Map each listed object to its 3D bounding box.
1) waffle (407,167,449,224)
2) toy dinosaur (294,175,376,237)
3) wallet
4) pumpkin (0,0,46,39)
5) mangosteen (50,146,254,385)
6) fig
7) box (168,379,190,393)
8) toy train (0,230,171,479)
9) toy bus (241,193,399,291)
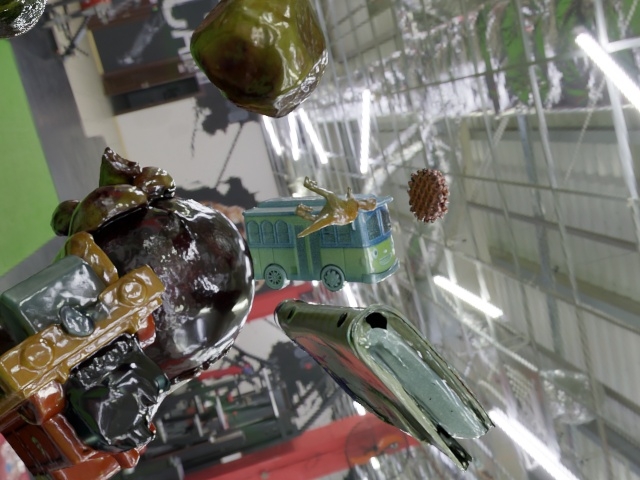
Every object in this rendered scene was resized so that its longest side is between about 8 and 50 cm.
[{"bbox_3d":[0.159,-0.065,1.014,0.075,0.029,0.083,-10,-97,58],"label":"waffle"},{"bbox_3d":[0.026,-0.034,0.999,0.162,0.126,0.039,-89,-161,-52],"label":"toy dinosaur"},{"bbox_3d":[0.063,0.159,0.852,0.223,0.077,0.309,45,-15,-10],"label":"wallet"},{"bbox_3d":[-0.454,-0.369,0.894,0.224,0.157,0.223,35,-22,17],"label":"pumpkin"},{"bbox_3d":[-0.256,0.039,0.996,0.346,0.307,0.307,64,-7,-1],"label":"mangosteen"},{"bbox_3d":[-0.065,-0.223,0.755,0.144,0.154,0.165,155,-61,-65],"label":"fig"},{"bbox_3d":[-0.332,0.267,1.313,0.090,0.167,0.024,55,-35,8],"label":"box"},{"bbox_3d":[-0.268,0.147,0.713,0.231,0.163,0.369,54,-37,-4],"label":"toy train"},{"bbox_3d":[0.000,0.000,1.483,0.152,0.312,0.190,-24,110,-57],"label":"toy bus"}]
